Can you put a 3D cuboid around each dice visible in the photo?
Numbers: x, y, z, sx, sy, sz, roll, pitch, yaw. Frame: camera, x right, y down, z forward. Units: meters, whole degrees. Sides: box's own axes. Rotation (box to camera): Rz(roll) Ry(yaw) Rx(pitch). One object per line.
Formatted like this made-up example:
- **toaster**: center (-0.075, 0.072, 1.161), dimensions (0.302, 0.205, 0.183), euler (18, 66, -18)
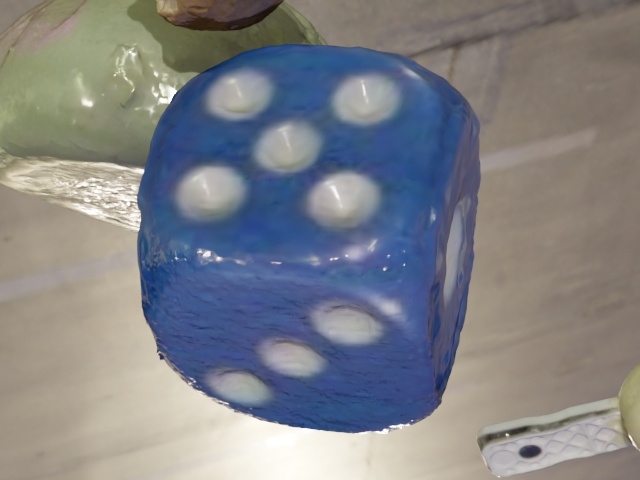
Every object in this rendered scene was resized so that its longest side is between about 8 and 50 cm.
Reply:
- **dice**: center (0.000, 0.000, 0.679), dimensions (0.146, 0.143, 0.146), euler (3, 142, 15)

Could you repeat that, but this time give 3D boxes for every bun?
- **bun**: center (-0.096, -0.106, 0.965), dimensions (0.293, 0.187, 0.293), euler (12, 168, 3)

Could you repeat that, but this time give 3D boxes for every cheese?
- **cheese**: center (0.223, 0.121, 0.954), dimensions (0.235, 0.050, 0.127), euler (-17, 130, 19)

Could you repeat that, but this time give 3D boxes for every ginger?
- **ginger**: center (-0.048, -0.158, 0.720), dimensions (0.096, 0.067, 0.165), euler (-16, 160, 2)
